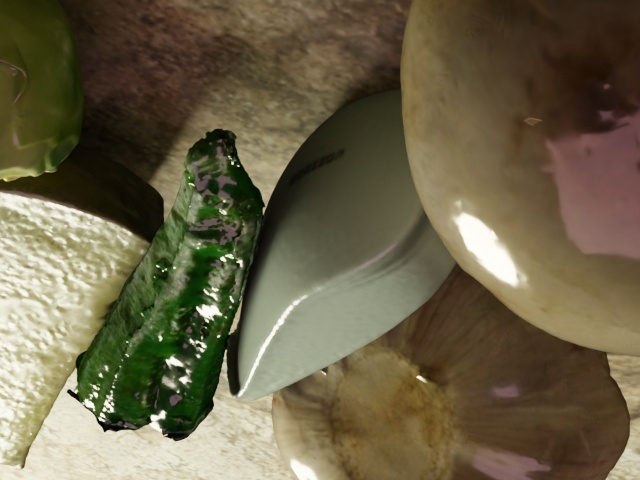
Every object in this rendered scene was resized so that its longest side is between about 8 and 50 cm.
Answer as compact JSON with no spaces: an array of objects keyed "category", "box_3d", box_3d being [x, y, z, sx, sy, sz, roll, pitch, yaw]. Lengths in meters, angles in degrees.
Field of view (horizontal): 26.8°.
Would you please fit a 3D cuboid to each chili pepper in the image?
[{"category":"chili pepper","box_3d":[-0.078,0.021,0.727,0.088,0.059,0.227,11,136,-11]}]

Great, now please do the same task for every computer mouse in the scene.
[{"category":"computer mouse","box_3d":[0.000,0.000,0.731,0.079,0.128,0.231,28,141,-19]}]

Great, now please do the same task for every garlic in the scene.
[{"category":"garlic","box_3d":[0.098,0.094,0.816,0.218,0.218,0.212,-11,175,33]}]

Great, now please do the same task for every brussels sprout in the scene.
[{"category":"brussels sprout","box_3d":[-0.196,-0.092,0.665,0.151,0.122,0.149,-5,-167,-21]}]

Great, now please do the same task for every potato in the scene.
[{"category":"potato","box_3d":[-0.192,0.008,0.832,0.255,0.112,0.269,-24,134,29]}]

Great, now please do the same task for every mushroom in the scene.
[{"category":"mushroom","box_3d":[0.142,-0.063,0.555,0.226,0.178,0.226,-1,116,-2]}]

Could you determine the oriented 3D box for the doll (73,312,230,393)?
[{"category":"doll","box_3d":[-0.128,0.071,0.933,0.096,0.070,0.195,40,134,-9]}]
